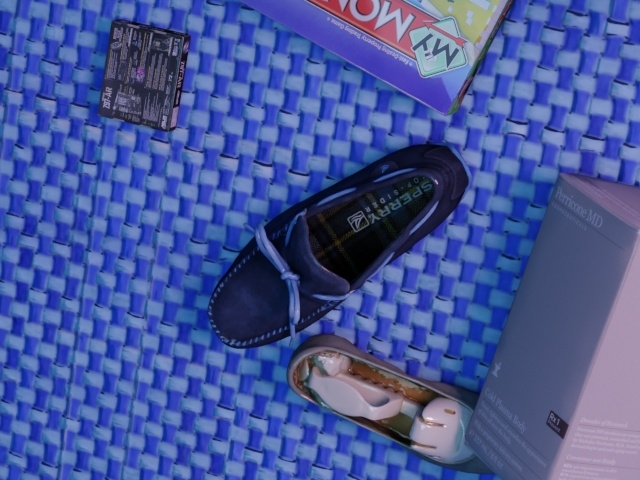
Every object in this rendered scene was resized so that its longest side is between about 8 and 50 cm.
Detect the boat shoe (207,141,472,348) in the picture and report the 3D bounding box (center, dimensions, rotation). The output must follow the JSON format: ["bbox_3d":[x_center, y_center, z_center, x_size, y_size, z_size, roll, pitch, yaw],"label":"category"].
[{"bbox_3d":[0.000,0.000,1.418,0.258,0.089,0.109,-42,87,20],"label":"boat shoe"}]

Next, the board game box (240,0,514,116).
[{"bbox_3d":[0.016,-0.267,1.383,0.317,0.046,0.213,30,107,9],"label":"board game box"}]

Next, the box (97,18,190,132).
[{"bbox_3d":[-0.149,-0.139,1.473,0.067,0.018,0.083,13,104,14],"label":"box"}]

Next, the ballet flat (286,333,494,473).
[{"bbox_3d":[0.068,0.143,1.437,0.213,0.068,0.072,24,107,11],"label":"ballet flat"}]

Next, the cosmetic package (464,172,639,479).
[{"bbox_3d":[0.211,0.081,1.338,0.107,0.127,0.238,6,108,-27],"label":"cosmetic package"}]
